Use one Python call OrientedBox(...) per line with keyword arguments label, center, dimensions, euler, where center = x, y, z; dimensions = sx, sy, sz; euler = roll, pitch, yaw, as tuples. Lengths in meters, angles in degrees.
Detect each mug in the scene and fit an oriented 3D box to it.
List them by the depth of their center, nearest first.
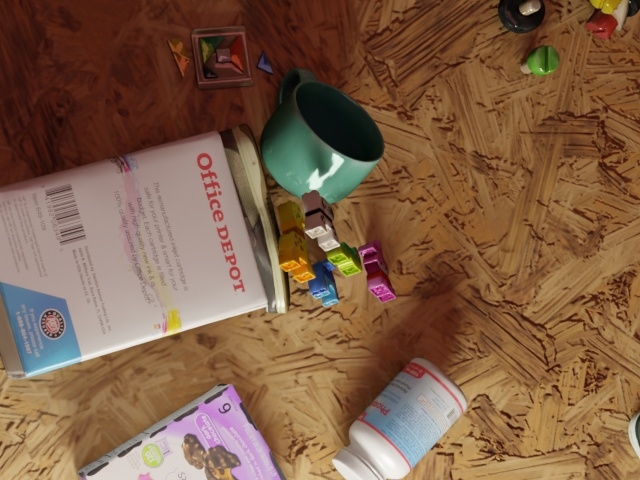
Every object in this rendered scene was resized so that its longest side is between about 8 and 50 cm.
OrientedBox(label="mug", center=(-0.004, -0.113, 1.924), dimensions=(0.129, 0.158, 0.097), euler=(31, 122, -15))

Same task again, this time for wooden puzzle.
OrientedBox(label="wooden puzzle", center=(-0.117, -0.215, 1.948), dimensions=(0.116, 0.014, 0.079), euler=(-13, 90, -18))

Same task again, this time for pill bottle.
OrientedBox(label="pill bottle", center=(0.090, 0.220, 1.936), dimensions=(0.087, 0.087, 0.160), euler=(47, 74, -8))

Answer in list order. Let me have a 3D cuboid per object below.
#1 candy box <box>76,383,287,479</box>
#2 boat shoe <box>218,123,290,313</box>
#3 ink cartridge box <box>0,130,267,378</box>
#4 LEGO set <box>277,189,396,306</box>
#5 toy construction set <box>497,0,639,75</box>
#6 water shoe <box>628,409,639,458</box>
OrientedBox(label="candy box", center=(-0.148, 0.281, 1.868), dimensions=(0.196, 0.070, 0.165), euler=(-31, 95, -17))
OrientedBox(label="boat shoe", center=(-0.088, -0.020, 1.913), dimensions=(0.073, 0.080, 0.224), euler=(-13, 91, 1))
OrientedBox(label="ink cartridge box", center=(-0.227, 0.018, 1.800), dimensions=(0.270, 0.197, 0.198), euler=(-16, 90, -17))
OrientedBox(label="LEGO set", center=(0.000, 0.000, 1.905), dimensions=(0.087, 0.227, 0.093), euler=(-20, 62, 15))
OrientedBox(label="toy construction set", center=(0.361, -0.384, 1.988), dimensions=(0.308, 0.237, 0.258), euler=(-27, 93, -17))
OrientedBox(label="water shoe", center=(0.452, 0.297, 2.042), dimensions=(0.073, 0.080, 0.203), euler=(-38, 97, -15))
